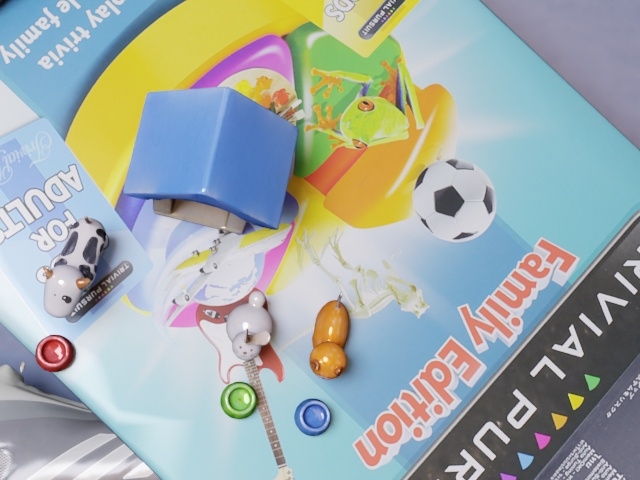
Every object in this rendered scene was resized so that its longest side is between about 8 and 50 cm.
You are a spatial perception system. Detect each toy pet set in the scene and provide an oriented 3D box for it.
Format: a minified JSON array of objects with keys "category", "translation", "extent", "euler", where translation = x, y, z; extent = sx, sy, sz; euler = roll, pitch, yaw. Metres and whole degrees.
[{"category":"toy pet set","translation":[-0.041,0.006,0.446],"extent":[0.122,0.065,0.114],"euler":[13,77,-5]}]

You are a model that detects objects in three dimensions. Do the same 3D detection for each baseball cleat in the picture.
[{"category":"baseball cleat","translation":[-0.112,0.126,0.564],"extent":[0.205,0.072,0.109],"euler":[13,61,6]}]

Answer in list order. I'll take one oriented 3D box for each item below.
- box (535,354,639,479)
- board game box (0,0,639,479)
[{"category":"box","translation":[0.293,0.076,0.472],"extent":[0.318,0.097,0.395],"euler":[38,94,-25]},{"category":"board game box","translation":[0.000,0.000,0.529],"extent":[0.336,0.079,0.254],"euler":[43,76,3]}]
